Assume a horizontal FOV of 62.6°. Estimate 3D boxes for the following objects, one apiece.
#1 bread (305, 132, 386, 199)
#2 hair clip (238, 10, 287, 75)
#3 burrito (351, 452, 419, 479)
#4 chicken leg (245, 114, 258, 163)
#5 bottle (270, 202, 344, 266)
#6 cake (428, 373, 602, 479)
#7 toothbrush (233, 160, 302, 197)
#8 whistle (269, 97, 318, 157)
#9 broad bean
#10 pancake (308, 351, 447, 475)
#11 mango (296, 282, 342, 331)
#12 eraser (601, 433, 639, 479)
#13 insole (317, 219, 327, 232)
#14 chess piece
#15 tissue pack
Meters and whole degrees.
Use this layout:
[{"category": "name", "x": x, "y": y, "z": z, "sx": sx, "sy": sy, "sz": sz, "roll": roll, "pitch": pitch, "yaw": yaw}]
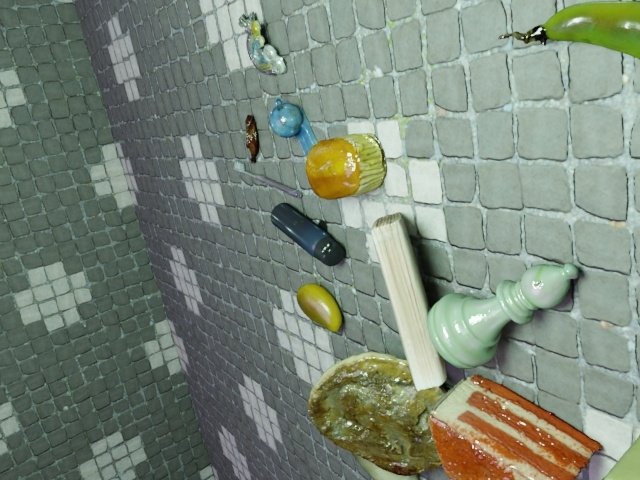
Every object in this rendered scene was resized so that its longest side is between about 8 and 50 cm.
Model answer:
[{"category": "bread", "x": 0.046, "y": -0.156, "z": 1.126, "sx": 0.190, "sy": 0.114, "sz": 0.132, "roll": -7, "pitch": 100, "yaw": 53}, {"category": "hair clip", "x": -0.144, "y": -0.473, "z": 1.288, "sx": 0.172, "sy": 0.049, "sz": 0.116, "roll": 63, "pitch": 163, "yaw": -7}, {"category": "burrito", "x": 0.127, "y": 0.503, "z": 1.375, "sx": 0.190, "sy": 0.135, "sz": 0.332, "roll": -7, "pitch": 106, "yaw": 51}, {"category": "chicken leg", "x": -0.195, "y": -0.282, "z": 1.483, "sx": 0.062, "sy": 0.037, "sz": 0.145, "roll": -123, "pitch": 26, "yaw": -62}, {"category": "bottle", "x": -0.034, "y": -0.015, "z": 1.357, "sx": 0.244, "sy": 0.072, "sz": 0.082, "roll": 38, "pitch": 174, "yaw": 42}, {"category": "cake", "x": 0.341, "y": 0.391, "z": 0.954, "sx": 0.262, "sy": 0.158, "sz": 0.160, "roll": 25, "pitch": 132, "yaw": 47}, {"category": "toothbrush", "x": -0.160, "y": -0.179, "z": 1.503, "sx": 0.354, "sy": 0.024, "sz": 0.029, "roll": 29, "pitch": 122, "yaw": 47}, {"category": "whistle", "x": -0.073, "y": -0.270, "z": 1.257, "sx": 0.090, "sy": 0.090, "sz": 0.158, "roll": -29, "pitch": 83, "yaw": 58}, {"category": "broad bean", "x": 0.374, "y": -0.242, "z": 0.619, "sx": 0.325, "sy": 0.067, "sz": 0.075, "roll": 34, "pitch": 104, "yaw": 46}, {"category": "pancake", "x": 0.150, "y": 0.401, "z": 1.202, "sx": 0.356, "sy": 0.065, "sz": 0.356, "roll": 10, "pitch": 120, "yaw": 17}, {"category": "mango", "x": 0.001, "y": 0.182, "z": 1.425, "sx": 0.161, "sy": 0.076, "sz": 0.103, "roll": 43, "pitch": 136, "yaw": 30}, {"category": "eraser", "x": 0.460, "y": 0.338, "z": 0.722, "sx": 0.058, "sy": 0.172, "sz": 0.117, "roll": 0, "pitch": 107, "yaw": 55}, {"category": "insole", "x": 0.000, "y": 0.000, "z": 1.384, "sx": 0.045, "sy": 0.002, "sz": 0.135, "roll": 46, "pitch": 142, "yaw": 35}, {"category": "chess piece", "x": 0.313, "y": 0.108, "z": 0.881, "sx": 0.272, "sy": 0.139, "sz": 0.139, "roll": -45, "pitch": 70, "yaw": 44}, {"category": "tissue pack", "x": 0.175, "y": 0.112, "z": 1.045, "sx": 0.170, "sy": 0.071, "sz": 0.326, "roll": -44, "pitch": -62, "yaw": -75}]
